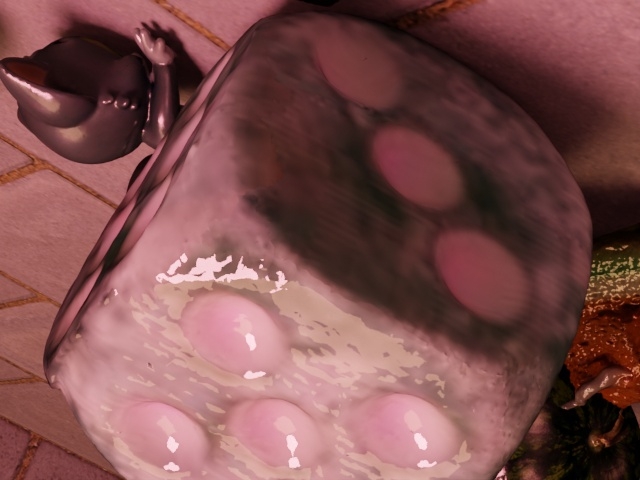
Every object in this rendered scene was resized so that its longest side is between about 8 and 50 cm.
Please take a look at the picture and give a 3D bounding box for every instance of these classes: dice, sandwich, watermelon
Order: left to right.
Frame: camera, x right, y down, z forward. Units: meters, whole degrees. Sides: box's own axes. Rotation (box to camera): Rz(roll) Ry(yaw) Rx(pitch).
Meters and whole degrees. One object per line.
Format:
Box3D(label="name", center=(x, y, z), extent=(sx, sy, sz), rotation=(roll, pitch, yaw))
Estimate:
Box3D(label="dice", center=(-0.004, 0.036, 1.177), extent=(0.348, 0.328, 0.330), rotation=(29, 132, -8))
Box3D(label="watermelon", center=(0.238, 0.245, 1.675), extent=(0.269, 0.269, 0.269), rotation=(19, 158, 8))
Box3D(label="sandwich", center=(0.273, 0.072, 1.301), extent=(0.184, 0.109, 0.160), rotation=(-30, 84, 40))

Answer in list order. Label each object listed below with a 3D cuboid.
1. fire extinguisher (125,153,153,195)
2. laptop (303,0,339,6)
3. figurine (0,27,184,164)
Box3D(label="fire extinguisher", center=(0.001, -0.011, 1.476), extent=(0.376, 0.113, 0.200), rotation=(7, 172, 24))
Box3D(label="laptop", center=(-0.061, -0.253, 1.077), extent=(0.153, 0.026, 0.207), rotation=(16, 157, 15))
Box3D(label="figurine", center=(-0.176, -0.107, 1.390), extent=(0.265, 0.140, 0.193), rotation=(41, 172, -8))
